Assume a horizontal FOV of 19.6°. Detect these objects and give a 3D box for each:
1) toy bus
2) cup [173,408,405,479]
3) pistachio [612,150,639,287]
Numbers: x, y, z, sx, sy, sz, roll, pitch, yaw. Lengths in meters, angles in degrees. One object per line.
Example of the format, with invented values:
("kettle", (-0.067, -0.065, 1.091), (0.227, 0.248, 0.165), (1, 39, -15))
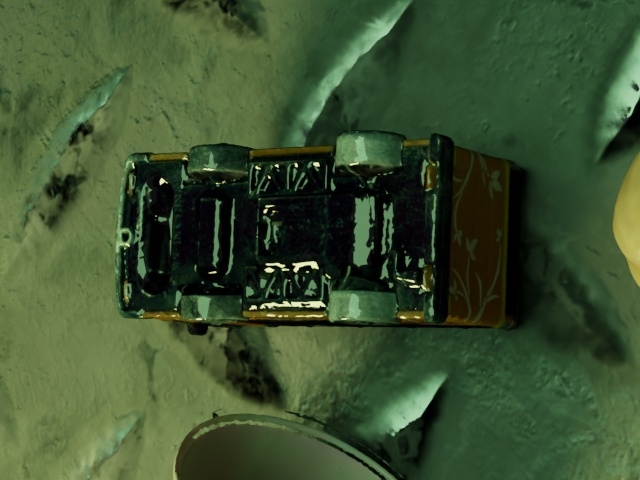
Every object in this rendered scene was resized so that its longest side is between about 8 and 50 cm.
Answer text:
("toy bus", (0.000, 0.000, 1.569), (0.323, 0.194, 0.162), (-1, 84, 35))
("cup", (-0.057, 0.322, 1.556), (0.253, 0.253, 0.274), (46, 121, 32))
("pistachio", (0.352, -0.060, 1.315), (0.318, 0.214, 0.193), (-42, 104, 15))
